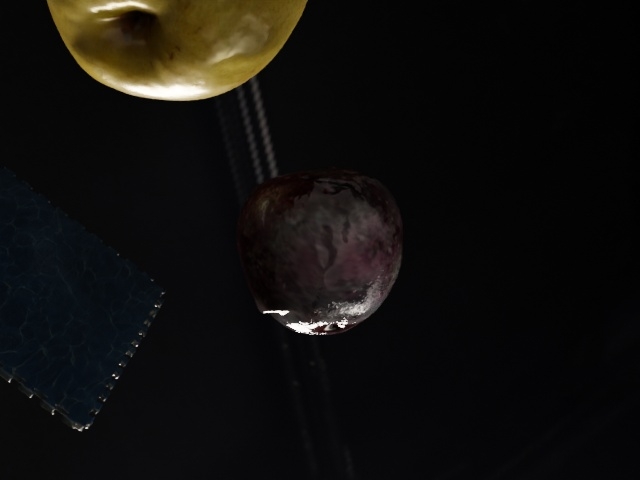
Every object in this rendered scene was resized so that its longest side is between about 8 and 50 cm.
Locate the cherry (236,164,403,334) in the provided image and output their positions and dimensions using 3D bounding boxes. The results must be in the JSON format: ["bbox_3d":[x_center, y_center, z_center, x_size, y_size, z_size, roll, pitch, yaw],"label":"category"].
[{"bbox_3d":[0.003,0.010,1.429,0.195,0.195,0.195,-19,-63,-43],"label":"cherry"}]

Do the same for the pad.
[{"bbox_3d":[-0.265,0.019,1.090,0.269,0.269,0.012,37,-68,-9],"label":"pad"}]

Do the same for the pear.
[{"bbox_3d":[-0.157,-0.308,1.416,0.314,0.314,0.314,-19,-63,-43],"label":"pear"}]
